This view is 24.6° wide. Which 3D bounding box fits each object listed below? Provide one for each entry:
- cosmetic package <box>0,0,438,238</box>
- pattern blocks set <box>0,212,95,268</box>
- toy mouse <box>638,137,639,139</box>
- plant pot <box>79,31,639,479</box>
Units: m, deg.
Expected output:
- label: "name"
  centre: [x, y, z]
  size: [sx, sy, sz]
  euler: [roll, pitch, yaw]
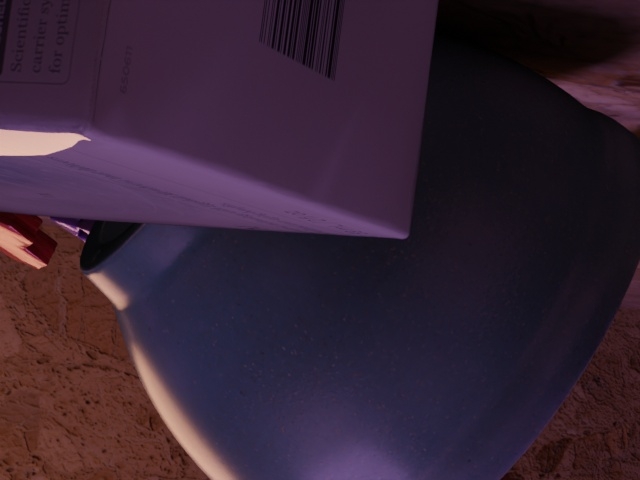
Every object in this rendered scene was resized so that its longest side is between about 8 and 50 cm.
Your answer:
- label: "cosmetic package"
  centre: [-0.103, -0.084, 0.536]
  size: [0.224, 0.138, 0.224]
  euler: [6, 175, 27]
- label: "pattern blocks set"
  centre: [-0.259, -0.074, 0.817]
  size: [0.325, 0.026, 0.285]
  euler: [32, 161, -21]
- label: "toy mouse"
  centre: [0.176, -0.062, 1.026]
  size: [0.143, 0.031, 0.161]
  euler: [4, 174, 24]
- label: "plant pot"
  centre: [0.000, 0.000, 0.775]
  size: [0.196, 0.293, 0.293]
  euler: [36, 166, -16]
